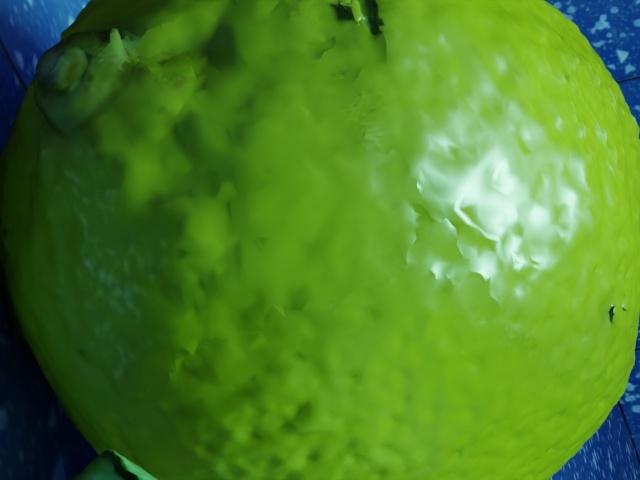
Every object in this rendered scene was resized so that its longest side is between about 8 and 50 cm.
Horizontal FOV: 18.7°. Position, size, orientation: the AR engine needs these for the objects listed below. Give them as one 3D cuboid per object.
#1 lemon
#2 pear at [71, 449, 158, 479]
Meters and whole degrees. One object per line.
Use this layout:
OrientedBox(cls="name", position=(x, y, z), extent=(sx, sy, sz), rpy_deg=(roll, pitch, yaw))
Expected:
OrientedBox(cls="lemon", position=(0.000, 0.000, 0.810), extent=(0.322, 0.268, 0.268), rpy_deg=(12, 62, -48))
OrientedBox(cls="pear", position=(0.028, 0.209, 0.546), extent=(0.159, 0.292, 0.292), rpy_deg=(-58, 156, -6))
